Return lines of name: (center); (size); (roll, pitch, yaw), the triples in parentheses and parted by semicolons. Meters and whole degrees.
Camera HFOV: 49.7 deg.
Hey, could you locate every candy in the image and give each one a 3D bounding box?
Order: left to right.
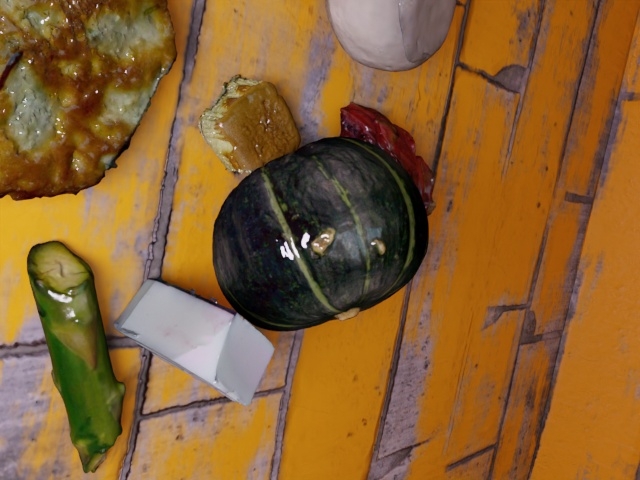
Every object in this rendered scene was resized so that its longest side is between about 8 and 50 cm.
candy: (0.109, -0.404, 1.079); (0.295, 0.185, 0.295); (-47, 145, -47)

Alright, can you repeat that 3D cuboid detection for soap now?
soap: (-0.160, 0.129, 0.904); (0.091, 0.231, 0.145); (-59, 139, -17)

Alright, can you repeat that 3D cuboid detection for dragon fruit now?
dragon fruit: (0.147, -0.094, 1.255); (0.205, 0.152, 0.316); (-24, 120, -45)

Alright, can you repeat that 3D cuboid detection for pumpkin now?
pumpkin: (0.000, 0.000, 1.001); (0.323, 0.323, 0.241); (-18, 76, -45)

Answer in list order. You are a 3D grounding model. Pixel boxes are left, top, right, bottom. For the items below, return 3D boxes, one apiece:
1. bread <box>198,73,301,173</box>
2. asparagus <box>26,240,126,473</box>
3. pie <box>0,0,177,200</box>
bread: (-0.102, -0.158, 1.003); (0.128, 0.069, 0.140); (-52, 135, -23)
asparagus: (-0.300, 0.166, 0.875); (0.082, 0.085, 0.342); (-49, 138, -62)
pie: (-0.301, -0.208, 0.726); (0.288, 0.103, 0.354); (33, 81, -50)
